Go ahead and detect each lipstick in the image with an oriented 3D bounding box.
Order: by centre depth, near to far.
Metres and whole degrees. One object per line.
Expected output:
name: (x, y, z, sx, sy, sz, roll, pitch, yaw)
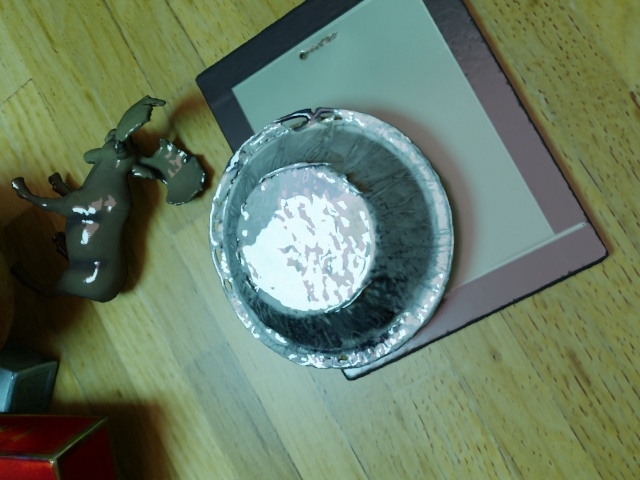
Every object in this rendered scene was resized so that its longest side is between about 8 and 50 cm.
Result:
lipstick: (-0.456, 0.122, 0.716, 0.317, 0.066, 0.068, 17, 98, 17)

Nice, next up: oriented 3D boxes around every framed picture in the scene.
framed picture: (0.058, -0.077, 0.574, 0.265, 0.016, 0.347, -30, 82, 16)

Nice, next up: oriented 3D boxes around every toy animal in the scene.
toy animal: (-0.216, -0.040, 0.633, 0.186, 0.093, 0.214, 7, 100, 22)

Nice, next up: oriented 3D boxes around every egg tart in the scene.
egg tart: (0.000, 0.000, 0.538, 0.234, 0.094, 0.234, 1, 93, 17)

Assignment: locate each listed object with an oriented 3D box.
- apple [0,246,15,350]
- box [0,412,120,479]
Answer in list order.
apple: (-0.401, 0.055, 0.574, 0.187, 0.211, 0.211, 18, 96, 39)
box: (-0.287, 0.333, 0.618, 0.197, 0.089, 0.314, -4, 103, 17)
